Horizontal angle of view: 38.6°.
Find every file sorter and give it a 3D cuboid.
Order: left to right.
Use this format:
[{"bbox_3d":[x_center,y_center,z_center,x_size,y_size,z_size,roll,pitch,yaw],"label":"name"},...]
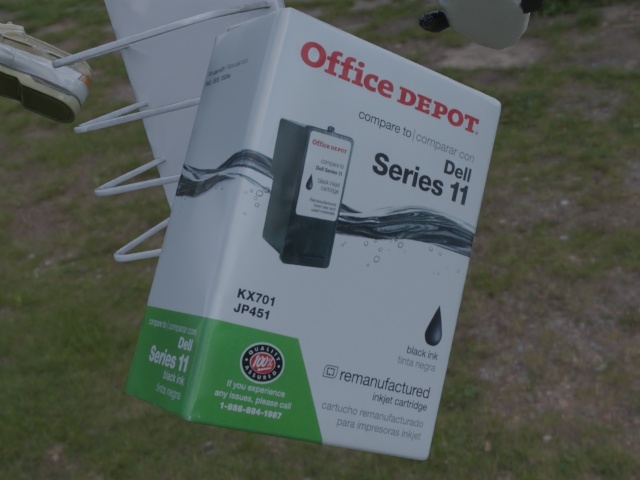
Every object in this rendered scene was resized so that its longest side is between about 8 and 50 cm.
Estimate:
[{"bbox_3d":[-0.135,-0.141,0.891,0.193,0.278,0.173,-9,15,24],"label":"file sorter"}]

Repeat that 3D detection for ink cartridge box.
[{"bbox_3d":[0.000,0.000,0.498,0.153,0.208,0.087,16,-8,-30],"label":"ink cartridge box"}]

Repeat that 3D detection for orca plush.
[{"bbox_3d":[0.165,-0.321,1.071,0.151,0.102,0.287,-19,-20,41],"label":"orca plush"}]

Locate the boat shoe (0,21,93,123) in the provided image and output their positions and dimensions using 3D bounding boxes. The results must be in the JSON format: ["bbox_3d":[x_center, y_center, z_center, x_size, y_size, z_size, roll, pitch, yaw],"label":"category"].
[{"bbox_3d":[-0.531,-0.308,1.533,0.302,0.113,0.103,27,62,-12],"label":"boat shoe"}]
